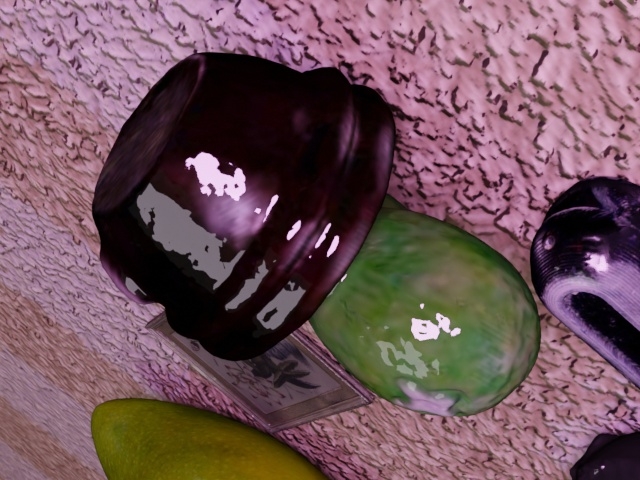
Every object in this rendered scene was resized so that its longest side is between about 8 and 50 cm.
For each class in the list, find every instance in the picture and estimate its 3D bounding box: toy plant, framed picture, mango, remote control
[{"bbox_3d":[0.000,0.000,0.696,0.235,0.175,0.218,30,-175,-22],"label":"toy plant"},{"bbox_3d":[-0.063,0.108,1.113,0.173,0.010,0.231,41,153,-7],"label":"framed picture"},{"bbox_3d":[-0.104,0.254,1.229,0.343,0.156,0.192,25,164,30],"label":"mango"},{"bbox_3d":[0.213,0.078,0.675,0.266,0.066,0.090,45,153,-15],"label":"remote control"}]

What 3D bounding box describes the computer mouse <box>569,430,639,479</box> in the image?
[{"bbox_3d":[0.297,0.240,0.783,0.323,0.116,0.183,27,148,20],"label":"computer mouse"}]
